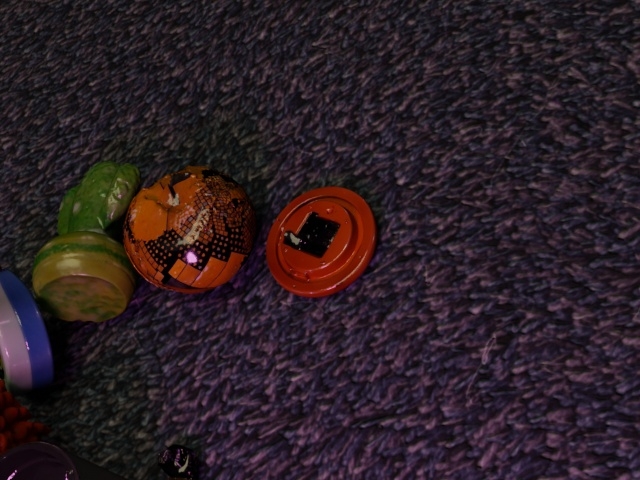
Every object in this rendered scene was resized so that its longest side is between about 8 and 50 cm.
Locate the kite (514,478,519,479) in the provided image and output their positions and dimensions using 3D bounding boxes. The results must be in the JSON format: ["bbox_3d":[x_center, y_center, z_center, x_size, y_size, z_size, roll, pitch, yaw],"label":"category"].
[{"bbox_3d":[0.250,0.422,1.553,0.241,0.014,0.183,7,67,31],"label":"kite"}]

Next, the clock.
[{"bbox_3d":[0.000,0.000,1.883,0.205,0.051,0.205,-11,60,20],"label":"clock"}]

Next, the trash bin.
[{"bbox_3d":[-0.383,0.449,1.704,0.217,0.262,0.277,-48,53,-3],"label":"trash bin"}]

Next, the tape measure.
[{"bbox_3d":[-0.542,0.118,1.932,0.098,0.351,0.215,-19,49,-25],"label":"tape measure"}]

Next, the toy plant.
[{"bbox_3d":[-0.419,-0.020,2.040,0.224,0.184,0.316,-34,41,33],"label":"toy plant"}]

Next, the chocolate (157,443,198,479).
[{"bbox_3d":[-0.225,0.392,1.778,0.072,0.070,0.147,-25,60,7],"label":"chocolate"}]

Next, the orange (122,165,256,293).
[{"bbox_3d":[-0.224,-0.015,1.925,0.234,0.182,0.234,-9,54,12],"label":"orange"}]

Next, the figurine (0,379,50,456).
[{"bbox_3d":[-0.646,0.347,1.862,0.412,0.306,0.241,9,93,38],"label":"figurine"}]
